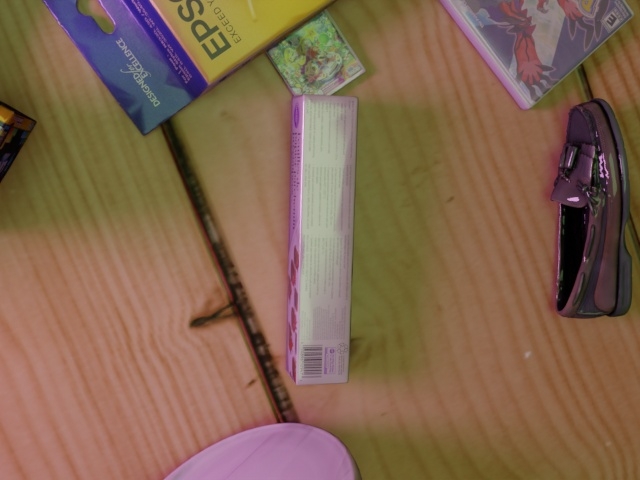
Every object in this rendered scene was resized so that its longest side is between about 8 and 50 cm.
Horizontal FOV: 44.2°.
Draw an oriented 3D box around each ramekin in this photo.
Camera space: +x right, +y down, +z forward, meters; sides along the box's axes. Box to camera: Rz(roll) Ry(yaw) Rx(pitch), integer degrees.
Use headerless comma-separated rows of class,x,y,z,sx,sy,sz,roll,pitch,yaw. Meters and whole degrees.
ramekin,-0.066,0.324,0.813,0.273,0.273,0.127,-27,112,-9

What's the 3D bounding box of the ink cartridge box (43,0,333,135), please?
ink cartridge box,-0.152,-0.322,0.832,0.307,0.072,0.303,-37,98,-8

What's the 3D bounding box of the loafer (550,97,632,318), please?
loafer,0.317,-0.032,0.946,0.084,0.096,0.267,-9,98,-5

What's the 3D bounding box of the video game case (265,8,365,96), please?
video game case,-0.016,-0.221,0.900,0.087,0.011,0.122,-36,100,-7

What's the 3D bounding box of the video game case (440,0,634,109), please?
video game case,0.253,-0.292,0.945,0.183,0.023,0.201,-42,101,-6

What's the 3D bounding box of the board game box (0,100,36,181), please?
board game box,-0.339,-0.071,0.763,0.048,0.170,0.141,30,89,-14

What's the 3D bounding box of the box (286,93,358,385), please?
box,0.000,0.000,0.889,0.067,0.063,0.323,-1,97,-14
